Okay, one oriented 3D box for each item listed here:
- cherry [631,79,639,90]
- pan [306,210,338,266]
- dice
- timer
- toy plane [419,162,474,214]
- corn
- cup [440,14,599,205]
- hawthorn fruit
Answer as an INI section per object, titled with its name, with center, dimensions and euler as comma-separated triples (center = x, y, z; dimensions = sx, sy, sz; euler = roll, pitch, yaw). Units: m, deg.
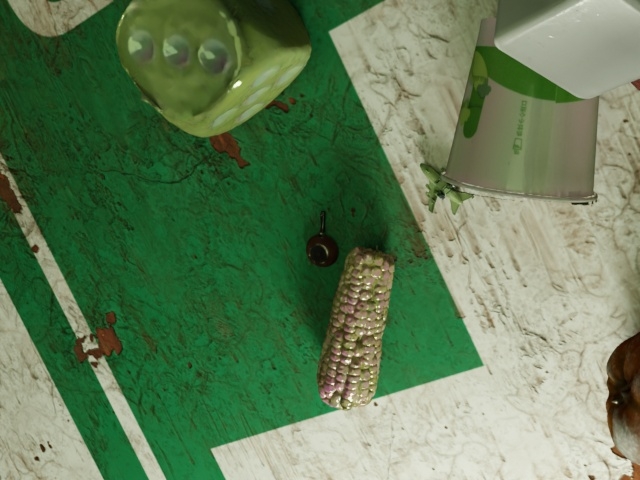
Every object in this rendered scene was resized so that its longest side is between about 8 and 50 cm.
[cherry]
center = 0.543, -0.313, 1.247
dimensions = 0.286, 0.213, 0.236
euler = 12, 126, 14
[pan]
center = 0.000, 0.000, 1.692
dimensions = 0.069, 0.023, 0.115
euler = 7, 109, 23
[dice]
center = -0.188, -0.351, 1.540
dimensions = 0.250, 0.254, 0.252
euler = -40, 86, 26
[timer]
center = 0.363, -0.330, 1.134
dimensions = 0.192, 0.194, 0.194
euler = -20, 55, 53
[toy plane]
center = 0.219, -0.100, 1.554
dimensions = 0.111, 0.040, 0.102
euler = 44, 99, 4
[corn]
center = 0.065, 0.167, 1.664
dimensions = 0.127, 0.127, 0.335
euler = 14, 109, 20
[cup]
center = 0.331, -0.206, 1.367
dimensions = 0.253, 0.253, 0.273
euler = 12, 103, 21
[hawthorn fruit]
center = 0.582, 0.250, 1.411
dimensions = 0.231, 0.263, 0.234
euler = -8, 94, 63
